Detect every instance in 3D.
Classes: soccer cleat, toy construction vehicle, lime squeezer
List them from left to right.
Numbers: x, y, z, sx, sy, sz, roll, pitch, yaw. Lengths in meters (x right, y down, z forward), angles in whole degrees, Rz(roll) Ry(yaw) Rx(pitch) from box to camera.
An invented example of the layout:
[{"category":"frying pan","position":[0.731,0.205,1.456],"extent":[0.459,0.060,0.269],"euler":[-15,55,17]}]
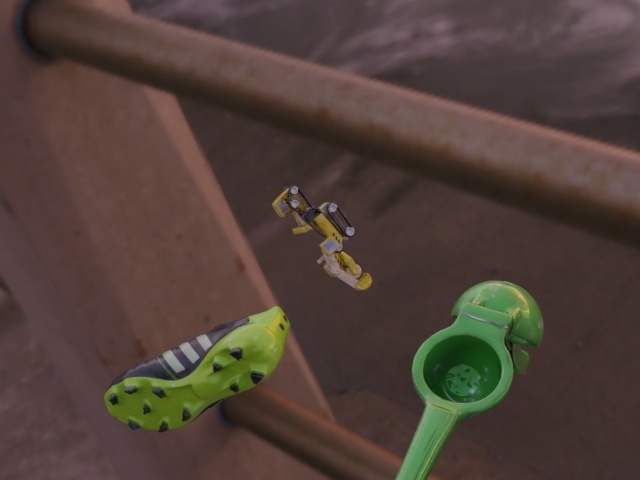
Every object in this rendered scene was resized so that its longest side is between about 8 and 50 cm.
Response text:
[{"category":"soccer cleat","position":[-0.096,0.104,1.062],"extent":[0.179,0.060,0.072],"euler":[-24,19,32]},{"category":"toy construction vehicle","position":[0.000,0.000,1.126],"extent":[0.035,0.098,0.086],"euler":[-39,13,-16]},{"category":"lime squeezer","position":[0.082,0.085,0.783],"extent":[0.059,0.110,0.310],"euler":[33,27,10]}]
